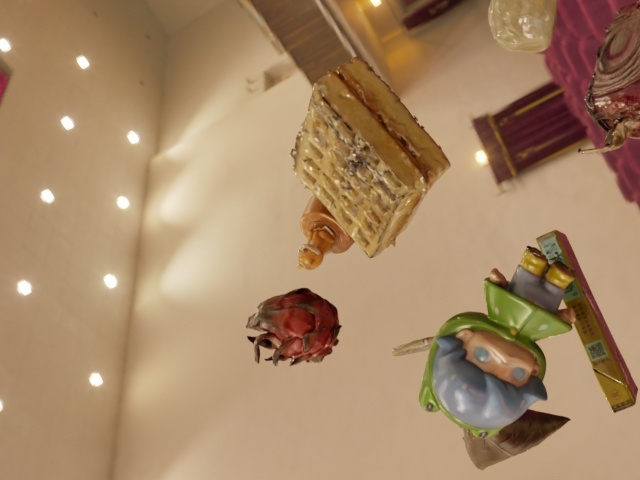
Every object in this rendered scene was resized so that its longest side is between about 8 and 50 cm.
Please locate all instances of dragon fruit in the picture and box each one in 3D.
[{"bbox_3d":[-0.038,0.135,1.330,0.142,0.130,0.121,-1,-103,-24],"label":"dragon fruit"}]

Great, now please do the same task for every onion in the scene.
[{"bbox_3d":[0.628,-0.295,1.547,0.256,0.230,0.272,-4,-86,-44],"label":"onion"}]

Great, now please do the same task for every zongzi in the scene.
[{"bbox_3d":[0.317,0.289,1.380,0.187,0.184,0.084,66,-175,-57],"label":"zongzi"}]

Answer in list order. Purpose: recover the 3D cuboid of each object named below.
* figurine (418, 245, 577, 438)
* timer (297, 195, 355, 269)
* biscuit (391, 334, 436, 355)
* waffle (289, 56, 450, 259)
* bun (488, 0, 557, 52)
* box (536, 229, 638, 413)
[{"bbox_3d":[0.238,0.137,1.124,0.162,0.263,0.143,26,-167,-7],"label":"figurine"},{"bbox_3d":[0.000,0.000,1.737,0.132,0.132,0.152,54,-131,-27],"label":"timer"},{"bbox_3d":[0.184,0.159,1.353,0.152,0.152,0.020,15,-120,-67],"label":"biscuit"},{"bbox_3d":[0.076,-0.129,1.511,0.261,0.114,0.376,52,163,9],"label":"waffle"},{"bbox_3d":[0.386,-0.457,1.627,0.178,0.128,0.193,-32,-52,-79],"label":"bun"},{"bbox_3d":[0.412,0.117,1.317,0.279,0.041,0.153,68,-162,10],"label":"box"}]
